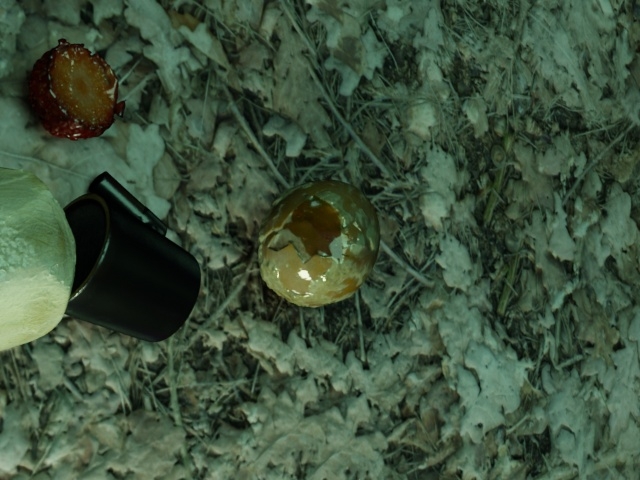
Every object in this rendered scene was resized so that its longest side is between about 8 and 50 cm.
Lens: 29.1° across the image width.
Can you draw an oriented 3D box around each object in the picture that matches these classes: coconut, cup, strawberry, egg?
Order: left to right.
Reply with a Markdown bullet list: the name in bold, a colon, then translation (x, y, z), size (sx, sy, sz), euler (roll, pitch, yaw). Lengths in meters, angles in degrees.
- **coconut**: translation (-0.418, 0.018, 1.513), size (0.247, 0.245, 0.245), euler (-19, 92, -45)
- **strawberry**: translation (-0.350, -0.207, 1.733), size (0.145, 0.086, 0.145), euler (11, 73, -42)
- **cup**: translation (-0.267, 0.012, 1.702), size (0.177, 0.166, 0.239), euler (30, 62, -38)
- **egg**: translation (0.000, 0.000, 1.936), size (0.195, 0.195, 0.233), euler (54, 53, -18)
